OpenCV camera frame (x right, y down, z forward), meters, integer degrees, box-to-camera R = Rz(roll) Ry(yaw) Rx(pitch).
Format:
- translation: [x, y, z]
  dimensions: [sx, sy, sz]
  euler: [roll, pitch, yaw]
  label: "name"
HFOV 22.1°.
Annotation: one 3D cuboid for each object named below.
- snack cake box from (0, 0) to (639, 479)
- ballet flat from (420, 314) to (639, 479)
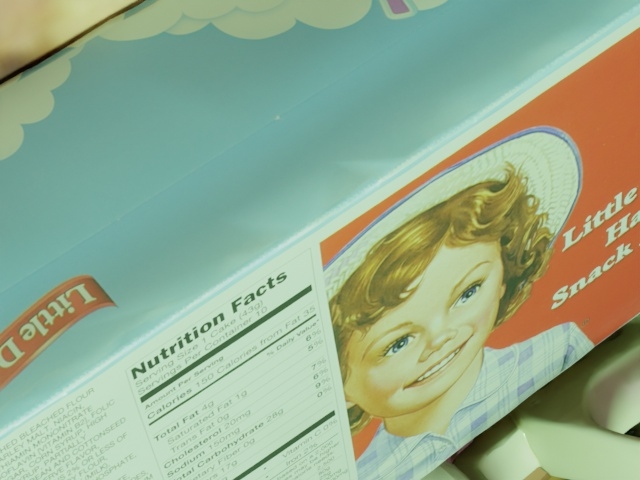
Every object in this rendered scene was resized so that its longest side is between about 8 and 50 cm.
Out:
- translation: [0.000, 0.000, 0.445]
  dimensions: [0.264, 0.089, 0.152]
  euler: [-34, 146, -18]
  label: "snack cake box"
- translation: [0.072, 0.075, 0.569]
  dimensions: [0.349, 0.123, 0.123]
  euler: [-31, 147, -14]
  label: "ballet flat"
